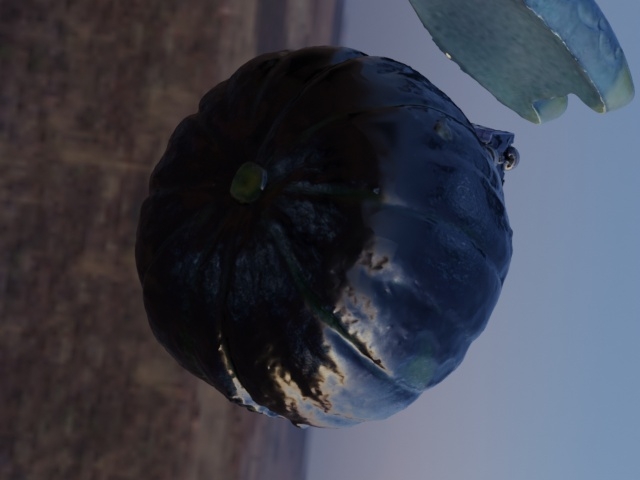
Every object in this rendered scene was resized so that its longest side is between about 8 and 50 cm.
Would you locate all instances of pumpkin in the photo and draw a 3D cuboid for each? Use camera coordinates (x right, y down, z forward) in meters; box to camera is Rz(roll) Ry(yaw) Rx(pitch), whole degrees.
[{"bbox_3d":[0.000,0.000,1.583,0.266,0.363,0.363,33,59,-55],"label":"pumpkin"}]

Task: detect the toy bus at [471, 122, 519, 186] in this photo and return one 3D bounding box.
[{"bbox_3d":[0.159,-0.045,1.845,0.073,0.076,0.167,-3,111,-61],"label":"toy bus"}]

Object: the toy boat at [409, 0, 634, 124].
[{"bbox_3d":[0.224,-0.273,1.906,0.123,0.330,0.215,-55,-158,-19],"label":"toy boat"}]
